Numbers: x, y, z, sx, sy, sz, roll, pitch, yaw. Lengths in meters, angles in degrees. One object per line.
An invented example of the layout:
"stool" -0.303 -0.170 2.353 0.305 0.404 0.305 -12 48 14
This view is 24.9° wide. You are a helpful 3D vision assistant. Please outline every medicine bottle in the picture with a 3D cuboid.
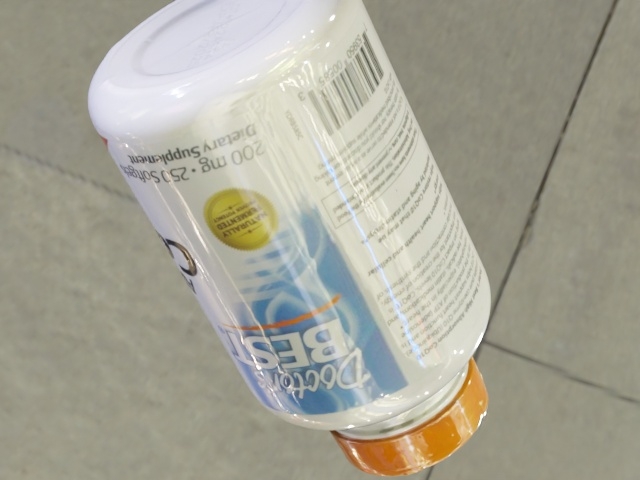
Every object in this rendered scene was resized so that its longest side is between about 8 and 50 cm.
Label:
"medicine bottle" 0.000 0.000 0.820 0.157 0.157 0.288 -11 122 27
